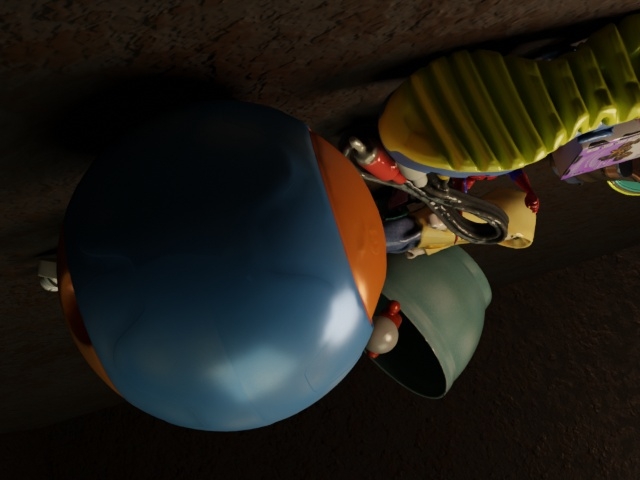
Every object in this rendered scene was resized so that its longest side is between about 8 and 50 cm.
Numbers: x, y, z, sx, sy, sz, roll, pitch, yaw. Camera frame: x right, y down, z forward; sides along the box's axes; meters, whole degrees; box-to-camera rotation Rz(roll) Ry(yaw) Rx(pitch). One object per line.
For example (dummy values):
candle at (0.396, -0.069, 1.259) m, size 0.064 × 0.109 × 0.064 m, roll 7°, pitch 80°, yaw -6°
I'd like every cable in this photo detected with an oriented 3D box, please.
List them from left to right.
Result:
cable at (0.117, -0.053, 1.280) m, size 0.139 × 0.072 × 0.287 m, roll -13°, pitch 143°, yaw 21°

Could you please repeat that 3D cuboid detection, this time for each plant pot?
plant pot at (0.183, 0.112, 2.071) m, size 0.196 × 0.293 × 0.293 m, roll -41°, pitch 179°, yaw -21°

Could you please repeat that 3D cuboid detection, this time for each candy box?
candy box at (0.395, -0.150, 1.426) m, size 0.196 × 0.070 × 0.165 m, roll -16°, pitch 170°, yaw 0°

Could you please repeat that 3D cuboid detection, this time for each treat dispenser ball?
treat dispenser ball at (-0.086, 0.021, 1.005) m, size 0.288 × 0.288 × 0.288 m, roll -15°, pitch 170°, yaw -3°

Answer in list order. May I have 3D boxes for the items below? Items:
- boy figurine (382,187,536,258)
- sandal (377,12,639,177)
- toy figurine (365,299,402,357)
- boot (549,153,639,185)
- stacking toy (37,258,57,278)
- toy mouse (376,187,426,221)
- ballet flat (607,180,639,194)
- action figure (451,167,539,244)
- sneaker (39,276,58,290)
boy figurine at (0.167, -0.009, 1.622) m, size 0.285 × 0.092 × 0.177 m, roll -10°, pitch 166°, yaw -15°
sandal at (0.204, -0.128, 1.130) m, size 0.317 × 0.126 × 0.138 m, roll -12°, pitch 174°, yaw -14°
toy figurine at (0.016, 0.104, 1.847) m, size 0.213 × 0.210 × 0.148 m, roll -17°, pitch -179°, yaw 12°
boot at (0.419, -0.122, 1.683) m, size 0.106 × 0.082 × 0.219 m, roll 0°, pitch 180°, yaw 31°
stacking toy at (-0.175, -0.005, 1.407) m, size 0.309 × 0.130 × 0.279 m, roll -2°, pitch -171°, yaw -44°
toy mouse at (0.118, -0.058, 1.626) m, size 0.143 × 0.031 × 0.161 m, roll -15°, pitch 170°, yaw -7°
ballet flat at (0.516, -0.116, 1.824) m, size 0.231 × 0.077 × 0.077 m, roll -12°, pitch -174°, yaw -31°
action figure at (0.236, -0.082, 1.384) m, size 0.091 × 0.139 × 0.280 m, roll 0°, pitch 167°, yaw -23°
sneaker at (-0.311, 0.043, 1.504) m, size 0.109 × 0.040 × 0.044 m, roll -11°, pitch 167°, yaw -26°
